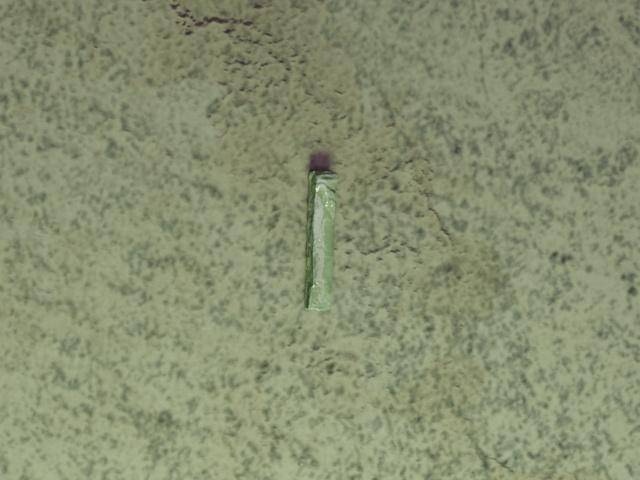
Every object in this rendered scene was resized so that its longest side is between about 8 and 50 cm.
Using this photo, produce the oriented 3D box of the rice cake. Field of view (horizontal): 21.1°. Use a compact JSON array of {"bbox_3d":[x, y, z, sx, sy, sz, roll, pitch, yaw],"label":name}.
[{"bbox_3d":[0.000,0.000,1.455,0.022,0.021,0.121,-1,100,-23],"label":"rice cake"}]
